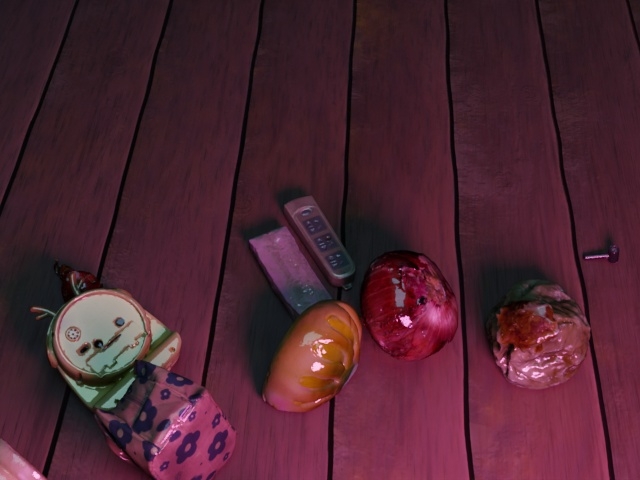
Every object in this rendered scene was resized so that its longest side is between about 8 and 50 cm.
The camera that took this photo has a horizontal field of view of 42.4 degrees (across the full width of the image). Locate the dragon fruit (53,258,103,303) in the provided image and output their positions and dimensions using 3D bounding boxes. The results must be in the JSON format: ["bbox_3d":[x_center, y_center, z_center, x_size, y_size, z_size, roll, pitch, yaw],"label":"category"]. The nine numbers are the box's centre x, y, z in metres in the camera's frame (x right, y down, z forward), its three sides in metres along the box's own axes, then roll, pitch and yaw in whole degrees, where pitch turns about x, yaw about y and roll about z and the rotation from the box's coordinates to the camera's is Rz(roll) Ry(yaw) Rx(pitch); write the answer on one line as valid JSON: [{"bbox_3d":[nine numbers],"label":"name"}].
[{"bbox_3d":[-0.564,0.100,1.882,0.190,0.094,0.094,36,61,27],"label":"dragon fruit"}]

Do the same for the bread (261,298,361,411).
[{"bbox_3d":[-0.016,0.249,1.731,0.158,0.156,0.261,29,94,17],"label":"bread"}]

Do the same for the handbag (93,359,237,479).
[{"bbox_3d":[-0.300,0.366,1.594,0.193,0.251,0.190,27,65,29],"label":"handbag"}]

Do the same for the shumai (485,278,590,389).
[{"bbox_3d":[0.475,0.168,1.772,0.225,0.222,0.261,14,50,13],"label":"shumai"}]

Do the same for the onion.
[{"bbox_3d":[0.178,0.144,1.794,0.219,0.252,0.252,-19,39,42],"label":"onion"}]

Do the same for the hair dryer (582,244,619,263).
[{"bbox_3d":[0.675,0.035,1.984,0.083,0.047,0.026,-4,52,14],"label":"hair dryer"}]

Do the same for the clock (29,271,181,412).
[{"bbox_3d":[-0.469,0.205,1.753,0.308,0.096,0.235,42,64,7],"label":"clock"}]

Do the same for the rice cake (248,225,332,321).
[{"bbox_3d":[-0.064,0.088,1.920,0.106,0.050,0.298,-23,58,-17],"label":"rice cake"}]

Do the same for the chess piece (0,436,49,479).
[{"bbox_3d":[-0.655,0.525,1.527,0.167,0.167,0.300,33,63,21],"label":"chess piece"}]

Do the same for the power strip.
[{"bbox_3d":[0.000,0.002,1.990,0.080,0.048,0.286,-22,58,-16],"label":"power strip"}]
